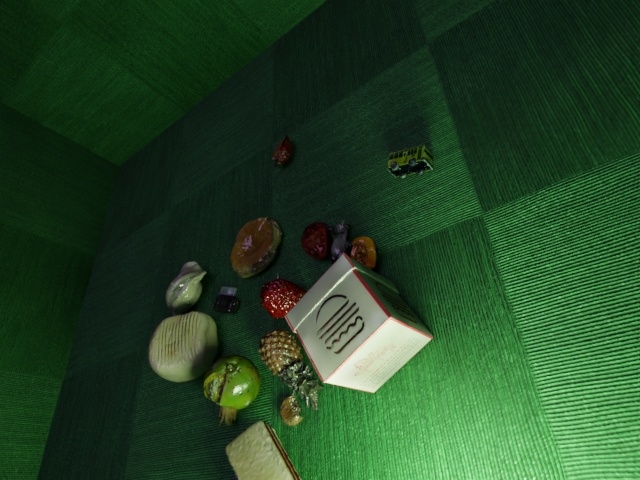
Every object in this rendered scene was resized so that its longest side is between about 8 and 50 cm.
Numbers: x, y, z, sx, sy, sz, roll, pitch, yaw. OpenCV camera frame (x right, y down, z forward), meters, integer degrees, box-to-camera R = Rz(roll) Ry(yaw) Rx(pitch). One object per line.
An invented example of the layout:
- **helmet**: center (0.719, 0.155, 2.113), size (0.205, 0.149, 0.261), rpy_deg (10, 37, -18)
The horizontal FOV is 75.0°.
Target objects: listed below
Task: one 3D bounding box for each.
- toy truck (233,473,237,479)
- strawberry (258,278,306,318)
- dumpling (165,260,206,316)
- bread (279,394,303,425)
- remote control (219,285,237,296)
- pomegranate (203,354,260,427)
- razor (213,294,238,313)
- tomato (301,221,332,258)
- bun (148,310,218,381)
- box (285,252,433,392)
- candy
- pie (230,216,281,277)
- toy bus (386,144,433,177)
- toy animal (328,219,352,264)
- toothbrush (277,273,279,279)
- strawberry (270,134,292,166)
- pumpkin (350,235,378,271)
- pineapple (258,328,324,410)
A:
- **toy truck**: center (-0.288, 0.870, 1.625), size (0.074, 0.063, 0.136), rpy_deg (-10, 56, 18)
- **strawberry**: center (-0.156, 0.243, 1.791), size (0.202, 0.186, 0.184), rpy_deg (-8, 32, 7)
- **dumpling**: center (-0.767, 0.259, 2.295), size (0.318, 0.187, 0.243), rpy_deg (-55, 47, 7)
- **bread**: center (-0.112, 0.653, 1.589), size (0.082, 0.060, 0.113), rpy_deg (-40, 44, 16)
- **remote control**: center (-0.478, 0.264, 2.162), size (0.125, 0.018, 0.053), rpy_deg (-2, 64, 40)
- **pomegranate**: center (-0.370, 0.630, 1.745), size (0.236, 0.236, 0.301), rpy_deg (29, 121, 46)
- **razor**: center (-0.472, 0.321, 2.097), size (0.148, 0.054, 0.090), rpy_deg (-1, 67, 40)
- **tomato**: center (-0.004, -0.007, 1.840), size (0.174, 0.082, 0.166), rpy_deg (14, 109, 46)
- **bun**: center (-0.654, 0.517, 2.037), size (0.361, 0.213, 0.361), rpy_deg (-7, 49, 8)
- **box**: center (0.129, 0.287, 1.407), size (0.314, 0.312, 0.300), rpy_deg (-47, 46, 11)
- **candy**: center (-0.194, 0.824, 1.484), size (0.179, 0.135, 0.321), rpy_deg (-39, 42, -10)
- **pie**: center (-0.333, 0.028, 2.123), size (0.340, 0.083, 0.339), rpy_deg (-23, 52, 33)
- **toy bus**: center (0.368, -0.324, 1.703), size (0.175, 0.088, 0.101), rpy_deg (-7, 61, 40)
- **toy animal**: center (0.087, 0.011, 1.743), size (0.094, 0.121, 0.225), rpy_deg (-6, 59, 4)
- **toothbrush**: center (-0.197, 0.226, 1.941), size (0.017, 0.014, 0.162), rpy_deg (-8, 59, 17)
- **strawberry**: center (-0.205, -0.483, 2.298), size (0.140, 0.085, 0.192), rpy_deg (-49, 21, 30)
- **pumpkin**: center (0.164, 0.086, 1.637), size (0.119, 0.107, 0.183), rpy_deg (8, 64, 36)
- **pineapple**: center (-0.111, 0.504, 1.616), size (0.169, 0.169, 0.340), rpy_deg (-48, 51, 9)
